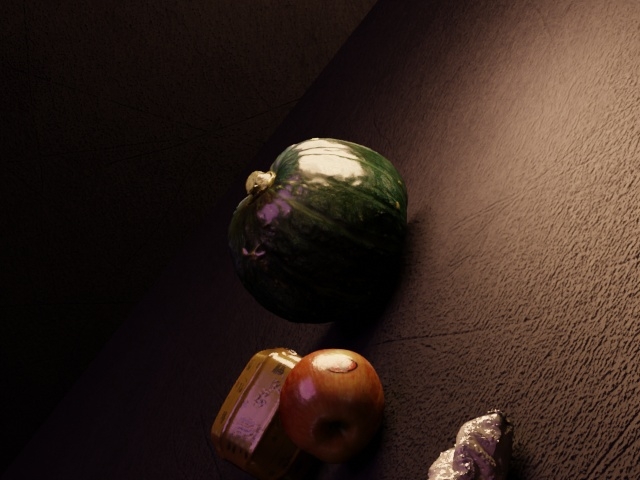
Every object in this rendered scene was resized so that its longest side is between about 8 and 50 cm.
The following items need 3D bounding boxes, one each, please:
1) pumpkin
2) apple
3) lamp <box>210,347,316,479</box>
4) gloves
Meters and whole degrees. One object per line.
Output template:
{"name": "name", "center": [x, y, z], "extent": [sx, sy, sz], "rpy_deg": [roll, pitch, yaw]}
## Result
{"name": "pumpkin", "center": [0.000, 0.000, 1.986], "extent": [0.293, 0.263, 0.197], "rpy_deg": [-55, 19, 18]}
{"name": "apple", "center": [0.016, 0.225, 1.712], "extent": [0.146, 0.146, 0.131], "rpy_deg": [-53, 25, 16]}
{"name": "lamp", "center": [-0.063, 0.261, 1.864], "extent": [0.185, 0.161, 0.161], "rpy_deg": [-57, 15, -9]}
{"name": "gloves", "center": [0.157, 0.250, 1.348], "extent": [0.114, 0.070, 0.153], "rpy_deg": [-55, 6, 43]}
